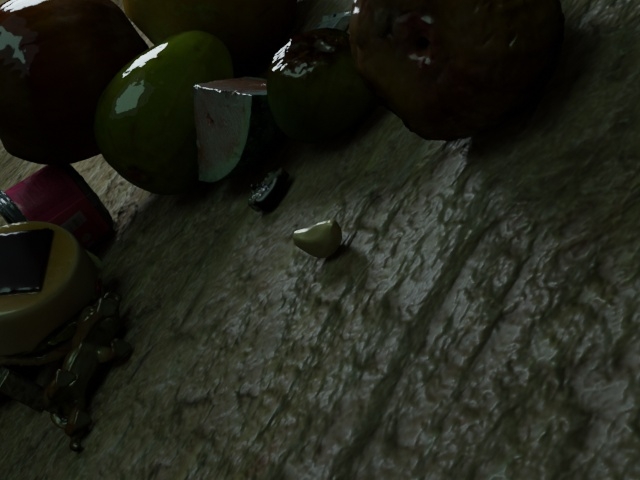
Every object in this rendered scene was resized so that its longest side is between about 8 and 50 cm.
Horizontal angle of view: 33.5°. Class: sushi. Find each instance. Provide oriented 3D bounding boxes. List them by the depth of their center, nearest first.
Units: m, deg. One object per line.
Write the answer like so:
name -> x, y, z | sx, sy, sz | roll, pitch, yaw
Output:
sushi -> -0.085, -0.086, 1.764 | 0.083, 0.044, 0.046 | -57, 26, -11

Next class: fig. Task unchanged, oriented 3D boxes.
fig -> 0.226, -0.304, 1.429 | 0.369, 0.286, 0.286 | -30, 10, -39
fig -> 0.000, -0.244, 1.712 | 0.181, 0.181, 0.191 | -88, 21, -51
fig -> -0.286, -0.256, 2.040 | 0.258, 0.258, 0.326 | -1, 62, 57

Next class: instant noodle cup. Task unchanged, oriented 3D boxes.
instant noodle cup -> -0.559, -0.050, 2.259 | 0.181, 0.258, 0.302 | -38, -8, -13

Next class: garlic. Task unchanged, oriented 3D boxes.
garlic -> 0.000, -0.001, 1.510 | 0.083, 0.053, 0.041 | -13, 42, 39

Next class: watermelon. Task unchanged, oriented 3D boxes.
watermelon -> -0.136, -0.225, 1.896 | 0.256, 0.176, 0.260 | -40, -6, 35

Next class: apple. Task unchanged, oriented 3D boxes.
apple -> -0.249, -0.514, 2.248 | 0.384, 0.374, 0.374 | -8, 48, 53

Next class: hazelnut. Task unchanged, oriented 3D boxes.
hazelnut -> -0.524, -0.328, 2.158 | 0.366, 0.366, 0.366 | -37, 29, 25

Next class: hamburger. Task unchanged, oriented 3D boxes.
hamburger -> -0.555, 0.103, 2.003 | 0.302, 0.170, 0.302 | -4, 45, 4

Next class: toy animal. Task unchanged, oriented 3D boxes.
toy animal -> -0.408, 0.215, 1.841 | 0.157, 0.097, 0.312 | -31, 32, 57

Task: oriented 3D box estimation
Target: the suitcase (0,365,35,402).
suitcase -> -0.674, 0.193, 2.181 | 0.236, 0.161, 0.297 | -35, 30, 29

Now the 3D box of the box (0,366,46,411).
box -> -0.551, 0.272, 1.956 | 0.062, 0.098, 0.045 | 6, 65, 62

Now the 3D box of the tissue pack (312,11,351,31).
tissue pack -> -0.016, -0.363, 2.038 | 0.193, 0.026, 0.122 | -57, 26, -13
